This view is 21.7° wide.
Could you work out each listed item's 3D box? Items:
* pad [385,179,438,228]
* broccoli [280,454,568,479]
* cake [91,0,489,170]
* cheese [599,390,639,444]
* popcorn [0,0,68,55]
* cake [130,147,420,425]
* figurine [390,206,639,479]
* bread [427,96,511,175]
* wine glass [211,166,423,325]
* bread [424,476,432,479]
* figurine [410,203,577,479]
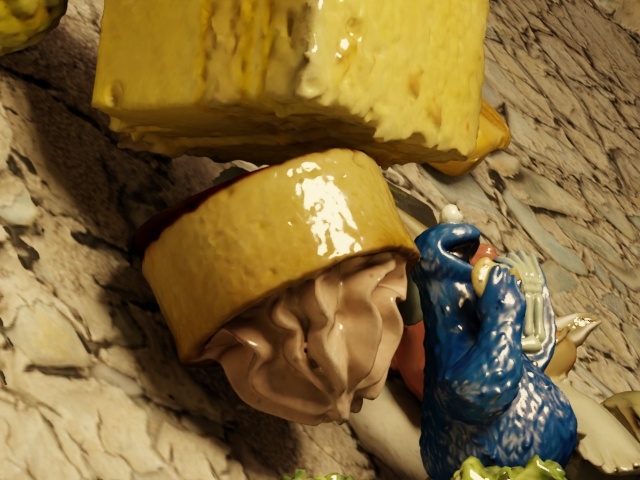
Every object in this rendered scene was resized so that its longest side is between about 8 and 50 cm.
[{"bbox_3d":[0.087,0.006,1.633,0.143,0.003,0.211,29,28,-34],"label":"pad"},{"bbox_3d":[0.121,0.212,0.895,0.353,0.397,0.274,-64,132,-70],"label":"broccoli"},{"bbox_3d":[-0.045,-0.175,1.258,0.222,0.286,0.227,17,76,-52],"label":"cake"},{"bbox_3d":[0.367,0.238,1.619,0.286,0.082,0.163,27,30,-38],"label":"cheese"},{"bbox_3d":[-0.265,-0.246,1.267,0.169,0.218,0.189,-2,10,1],"label":"popcorn"},{"bbox_3d":[-0.018,0.046,1.174,0.185,0.208,0.178,-18,84,-26],"label":"cake"},{"bbox_3d":[0.161,0.106,1.389,0.387,0.166,0.207,56,8,17],"label":"figurine"},{"bbox_3d":[0.123,-0.143,1.832,0.173,0.085,0.134,46,20,4],"label":"bread"},{"bbox_3d":[0.000,0.000,1.317,0.195,0.079,0.079,21,9,31],"label":"wine glass"},{"bbox_3d":[0.115,0.225,1.248,0.082,0.056,0.115,12,33,-35],"label":"bread"},{"bbox_3d":[0.118,0.107,1.215,0.164,0.121,0.262,25,48,-64],"label":"figurine"}]
